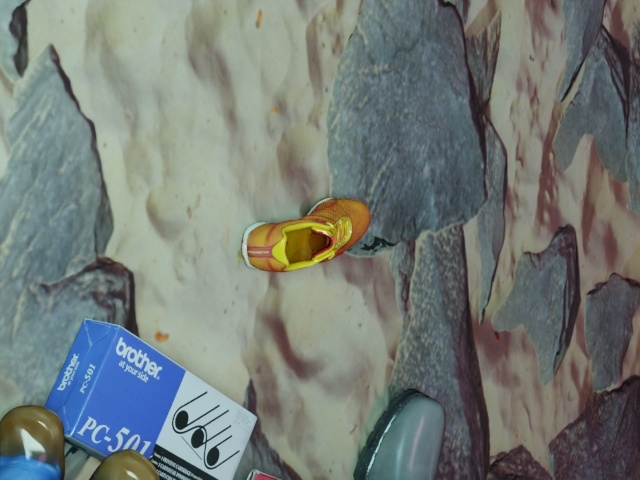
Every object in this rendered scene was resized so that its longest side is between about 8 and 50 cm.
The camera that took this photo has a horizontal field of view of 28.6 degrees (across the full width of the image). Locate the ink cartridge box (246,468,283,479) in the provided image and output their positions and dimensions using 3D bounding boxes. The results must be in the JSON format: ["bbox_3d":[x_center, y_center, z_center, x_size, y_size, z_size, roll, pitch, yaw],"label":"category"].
[{"bbox_3d":[0.070,0.321,1.122,0.130,0.309,0.272,-68,152,-16],"label":"ink cartridge box"}]

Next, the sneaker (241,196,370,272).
[{"bbox_3d":[0.000,0.000,1.203,0.175,0.067,0.064,-23,113,-49],"label":"sneaker"}]

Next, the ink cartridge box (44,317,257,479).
[{"bbox_3d":[-0.141,0.154,1.068,0.207,0.046,0.097,43,62,-47],"label":"ink cartridge box"}]

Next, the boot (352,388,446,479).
[{"bbox_3d":[0.134,0.338,1.314,0.118,0.223,0.338,23,79,-51],"label":"boot"}]

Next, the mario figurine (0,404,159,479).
[{"bbox_3d":[-0.223,0.225,0.824,0.170,0.198,0.320,69,28,-23],"label":"mario figurine"}]
